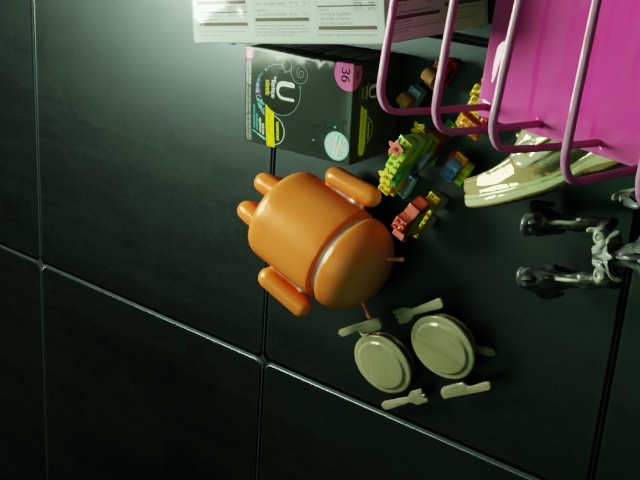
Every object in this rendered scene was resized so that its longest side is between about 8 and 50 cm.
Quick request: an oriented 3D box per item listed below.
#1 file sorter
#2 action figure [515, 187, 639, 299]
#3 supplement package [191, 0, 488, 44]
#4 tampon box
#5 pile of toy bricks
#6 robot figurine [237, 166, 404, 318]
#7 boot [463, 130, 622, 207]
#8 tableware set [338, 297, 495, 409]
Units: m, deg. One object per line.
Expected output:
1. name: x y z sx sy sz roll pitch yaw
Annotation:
1. file sorter: 0.214 -0.163 0.890 0.290 0.182 0.202 27 118 42
2. action figure: 0.325 0.007 1.030 0.275 0.140 0.164 4 105 55
3. supplement package: 0.019 -0.295 1.135 0.261 0.204 0.145 9 111 37
4. tampon box: 0.002 -0.170 1.257 0.161 0.101 0.121 16 114 35
5. pile of toy bricks: 0.110 -0.103 1.188 0.118 0.105 0.212 43 127 21
6. robot figurine: -0.001 0.002 1.299 0.219 0.158 0.128 36 152 25
7. boot: 0.230 -0.155 1.081 0.262 0.095 0.204 -24 87 43
8. tableware set: 0.120 0.135 1.303 0.194 0.039 0.128 -22 101 47
